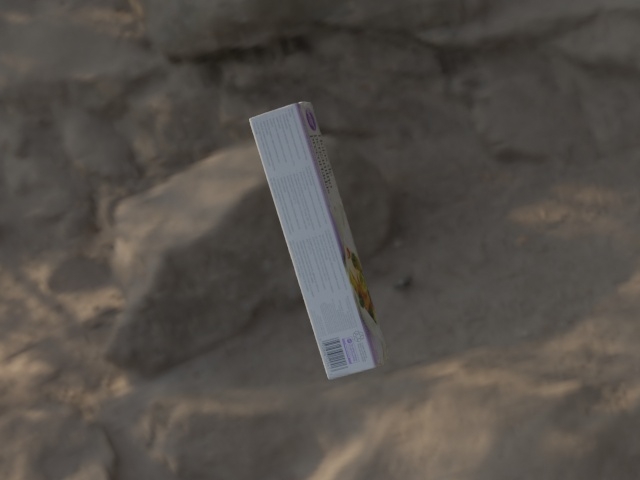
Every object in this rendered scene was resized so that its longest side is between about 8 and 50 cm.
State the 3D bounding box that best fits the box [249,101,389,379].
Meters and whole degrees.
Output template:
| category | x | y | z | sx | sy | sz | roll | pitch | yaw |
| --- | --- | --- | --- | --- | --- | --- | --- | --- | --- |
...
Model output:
| category | x | y | z | sx | sy | sz | roll | pitch | yaw |
| --- | --- | --- | --- | --- | --- | --- | --- | --- | --- |
| box | 0.000 | 0.000 | 1.570 | 0.067 | 0.324 | 0.063 | -18 | 1 | 20 |
